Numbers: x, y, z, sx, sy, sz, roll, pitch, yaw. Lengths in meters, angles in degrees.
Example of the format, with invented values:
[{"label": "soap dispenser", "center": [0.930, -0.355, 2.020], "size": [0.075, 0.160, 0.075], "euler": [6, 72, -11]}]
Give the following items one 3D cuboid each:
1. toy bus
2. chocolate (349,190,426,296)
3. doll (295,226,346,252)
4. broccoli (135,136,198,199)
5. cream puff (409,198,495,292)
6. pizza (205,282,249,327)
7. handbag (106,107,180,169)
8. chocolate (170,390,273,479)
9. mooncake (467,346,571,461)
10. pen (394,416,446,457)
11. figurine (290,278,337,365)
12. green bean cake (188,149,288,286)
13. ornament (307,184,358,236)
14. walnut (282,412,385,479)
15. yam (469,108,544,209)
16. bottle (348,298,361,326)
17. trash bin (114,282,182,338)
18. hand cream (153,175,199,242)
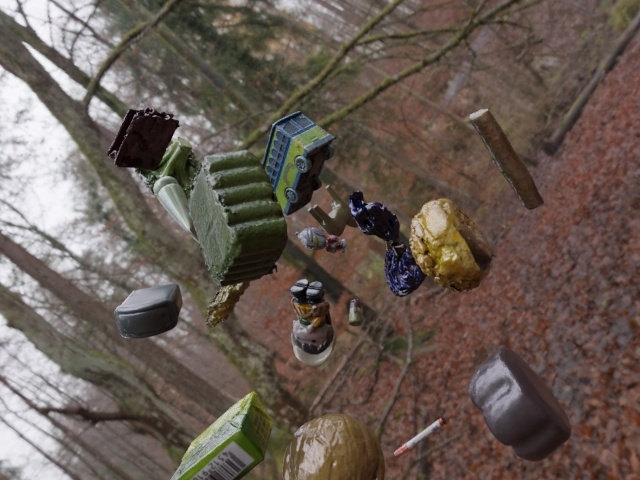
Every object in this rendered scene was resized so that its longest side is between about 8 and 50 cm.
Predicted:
[{"label": "toy bus", "center": [-0.090, -0.257, 1.953], "size": [0.152, 0.190, 0.312], "euler": [-36, -22, -41]}, {"label": "chocolate", "center": [0.192, -0.004, 1.621], "size": [0.126, 0.343, 0.148], "euler": [-36, 21, -15]}, {"label": "doll", "center": [0.000, 0.000, 1.932], "size": [0.079, 0.180, 0.094], "euler": [-66, -12, -50]}, {"label": "broccoli", "center": [-0.614, -0.297, 2.344], "size": [0.260, 0.288, 0.235], "euler": [-65, 29, 1]}, {"label": "cream puff", "center": [0.244, 0.016, 1.101], "size": [0.129, 0.189, 0.189], "euler": [-37, 3, 25]}, {"label": "pizza", "center": [-0.339, 0.203, 2.179], "size": [0.324, 0.089, 0.223], "euler": [-58, 0, -4]}, {"label": "handbag", "center": [-0.593, -0.344, 1.916], "size": [0.216, 0.074, 0.203], "euler": [-57, -20, 22]}, {"label": "chocolate", "center": [-0.294, 0.650, 1.769], "size": [0.301, 0.137, 0.289], "euler": [-40, 5, 6]}, {"label": "mooncake", "center": [0.438, 0.357, 1.261], "size": [0.133, 0.245, 0.245], "euler": [-48, -3, 21]}, {"label": "pen", "center": [0.339, 0.677, 1.960], "size": [0.239, 0.028, 0.028], "euler": [-47, -1, 26]}, {"label": "figurine", "center": [-0.026, 0.300, 2.175], "size": [0.204, 0.185, 0.333], "euler": [-34, -51, -62]}, {"label": "green bean cake", "center": [-0.225, -0.057, 1.634], "size": [0.218, 0.335, 0.319], "euler": [-15, -17, -27]}, {"label": "ornament", "center": [0.078, -0.103, 2.295], "size": [0.061, 0.245, 0.230], "euler": [-24, 27, 40]}, {"label": "walnut", "center": [0.036, 0.677, 1.675], "size": [0.333, 0.332, 0.333], "euler": [-58, -8, -12]}, {"label": "yam", "center": [0.388, -0.167, 1.195], "size": [0.056, 0.241, 0.057], "euler": [-35, 9, 6]}, {"label": "bottle", "center": [0.131, 0.265, 2.131], "size": [0.063, 0.047, 0.101], "euler": [125, 154, -54]}, {"label": "trash bin", "center": [-0.523, 0.213, 1.763], "size": [0.236, 0.176, 0.101], "euler": [-114, 12, -76]}, {"label": "hand cream", "center": [-0.496, -0.101, 2.025], "size": [0.093, 0.306, 0.147], "euler": [-33, -27, -4]}]
